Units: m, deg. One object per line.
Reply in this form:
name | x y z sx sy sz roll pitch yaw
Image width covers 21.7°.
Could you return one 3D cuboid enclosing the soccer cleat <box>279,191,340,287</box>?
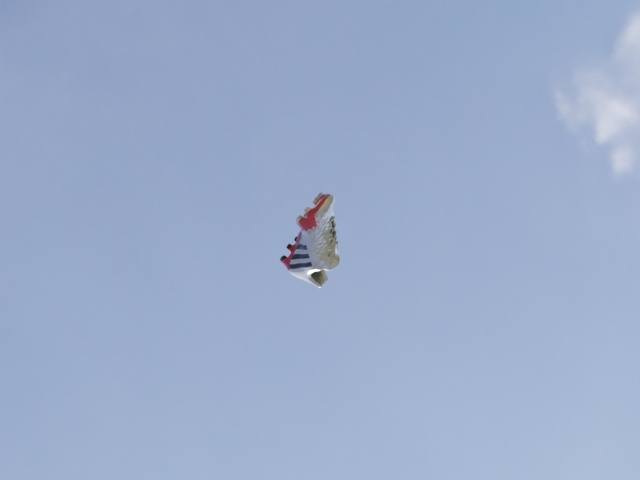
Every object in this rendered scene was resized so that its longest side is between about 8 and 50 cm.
soccer cleat | 0.000 0.000 1.066 0.035 0.083 0.029 36 -128 8
